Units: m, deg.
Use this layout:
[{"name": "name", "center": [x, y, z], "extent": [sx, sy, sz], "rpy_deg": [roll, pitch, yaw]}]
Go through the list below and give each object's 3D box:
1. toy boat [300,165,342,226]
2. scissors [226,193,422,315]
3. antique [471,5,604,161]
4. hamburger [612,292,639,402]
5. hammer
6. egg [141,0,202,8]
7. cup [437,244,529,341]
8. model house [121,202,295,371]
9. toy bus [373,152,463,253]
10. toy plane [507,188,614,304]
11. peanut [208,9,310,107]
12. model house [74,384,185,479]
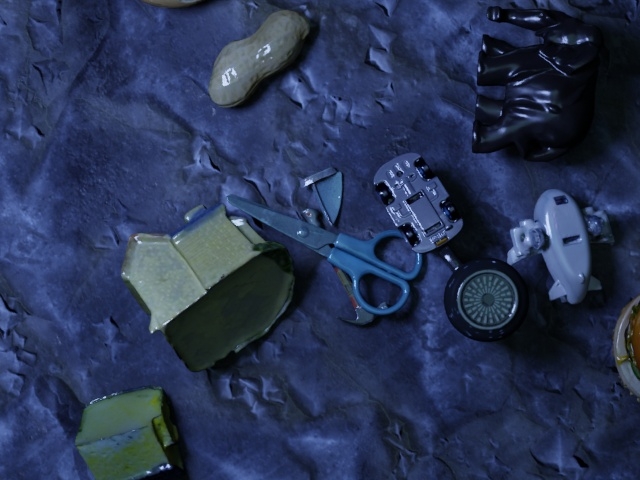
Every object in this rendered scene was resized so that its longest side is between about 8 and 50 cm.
[{"name": "toy boat", "center": [0.018, -0.095, 1.940], "extent": [0.096, 0.034, 0.122], "rpy_deg": [-25, 91, -8]}, {"name": "scissors", "center": [0.000, 0.000, 1.898], "extent": [0.447, 0.029, 0.193], "rpy_deg": [25, 77, 0]}, {"name": "antique", "center": [0.450, -0.323, 1.833], "extent": [0.255, 0.185, 0.322], "rpy_deg": [3, 88, 14]}, {"name": "hamburger", "center": [0.722, 0.207, 1.751], "extent": [0.290, 0.225, 0.291], "rpy_deg": [0, 82, 1]}, {"name": "hammer", "center": [0.039, 0.056, 1.929], "extent": [0.111, 0.033, 0.288], "rpy_deg": [-28, 84, 3]}, {"name": "egg", "center": [-0.336, -0.606, 1.919], "extent": [0.244, 0.201, 0.201], "rpy_deg": [1, 87, 18]}, {"name": "cup", "center": [0.324, 0.101, 1.824], "extent": [0.169, 0.176, 0.223], "rpy_deg": [-39, 81, 5]}, {"name": "model house", "center": [-0.250, 0.079, 1.886], "extent": [0.321, 0.261, 0.266], "rpy_deg": [-37, 58, -13]}, {"name": "toy bus", "center": [0.208, -0.072, 1.861], "extent": [0.126, 0.136, 0.209], "rpy_deg": [-32, 76, 5]}, {"name": "toy plane", "center": [0.505, 0.013, 1.843], "extent": [0.244, 0.117, 0.245], "rpy_deg": [2, 81, -10]}, {"name": "peanut", "center": [-0.140, -0.404, 1.936], "extent": [0.274, 0.111, 0.125], "rpy_deg": [-39, 69, 0]}, {"name": "model house", "center": [-0.399, 0.453, 1.925], "extent": [0.193, 0.170, 0.211], "rpy_deg": [-18, 114, -2]}]
